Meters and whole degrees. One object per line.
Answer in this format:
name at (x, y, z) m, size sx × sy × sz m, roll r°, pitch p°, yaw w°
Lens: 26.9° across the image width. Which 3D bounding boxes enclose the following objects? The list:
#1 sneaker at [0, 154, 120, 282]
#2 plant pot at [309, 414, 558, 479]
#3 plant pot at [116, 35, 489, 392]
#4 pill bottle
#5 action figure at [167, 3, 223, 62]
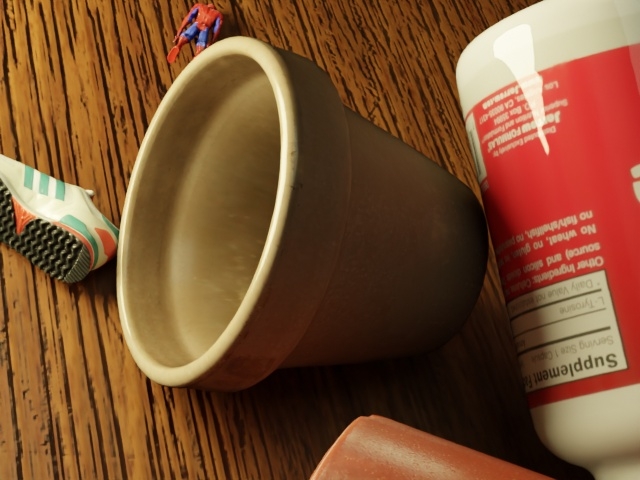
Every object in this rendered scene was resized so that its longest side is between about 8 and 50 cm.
sneaker at (-0.230, -0.028, 1.096) m, size 0.161 × 0.057 × 0.075 m, roll 35°, pitch 30°, yaw 17°
plant pot at (0.104, 0.249, 0.814) m, size 0.265 × 0.272 × 0.272 m, roll 24°, pitch 44°, yaw 15°
plant pot at (0.000, 0.000, 1.031) m, size 0.229 × 0.263 × 0.263 m, roll 15°, pitch 42°, yaw -31°
pill bottle at (0.251, 0.029, 0.994) m, size 0.229 × 0.229 × 0.407 m, roll -7°, pitch 79°, yaw -25°
action figure at (-0.120, -0.203, 1.309) m, size 0.038 × 0.030 × 0.115 m, roll 24°, pitch 40°, yaw -4°
